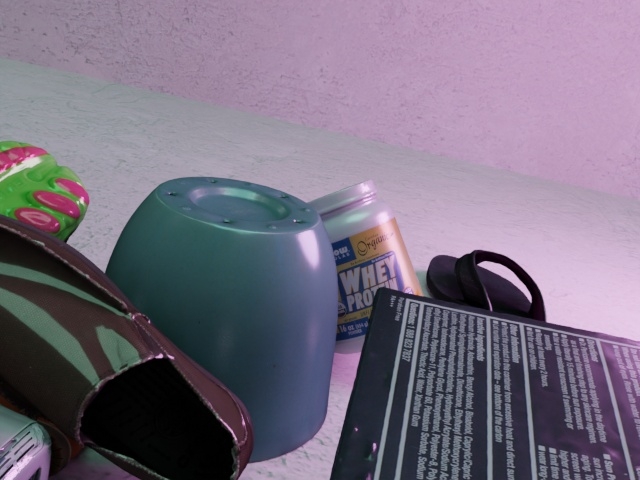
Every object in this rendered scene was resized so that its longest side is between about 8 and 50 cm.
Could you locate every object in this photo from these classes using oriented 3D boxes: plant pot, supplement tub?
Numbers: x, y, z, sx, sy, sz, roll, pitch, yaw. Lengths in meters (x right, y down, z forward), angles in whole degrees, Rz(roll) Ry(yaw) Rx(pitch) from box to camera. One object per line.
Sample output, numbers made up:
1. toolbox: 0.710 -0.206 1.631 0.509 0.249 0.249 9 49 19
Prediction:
1. plant pot: -0.111 0.064 0.837 0.292 0.235 0.293 11 18 -4
2. supplement tub: 0.045 0.033 0.969 0.144 0.200 0.144 -21 4 1

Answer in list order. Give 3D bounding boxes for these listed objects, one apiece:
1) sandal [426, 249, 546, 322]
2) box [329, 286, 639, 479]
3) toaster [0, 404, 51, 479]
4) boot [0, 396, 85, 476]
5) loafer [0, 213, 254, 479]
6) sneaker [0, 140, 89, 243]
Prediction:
1. sandal: 0.298 0.098 1.192 0.167 0.107 0.446 8 19 -13
2. box: 0.150 0.201 0.482 0.293 0.183 0.296 10 29 8
3. toaster: -0.295 0.192 0.518 0.146 0.129 0.227 16 18 5
4. boot: -0.293 0.166 0.714 0.157 0.059 0.084 25 18 10
5. loafer: -0.194 0.095 0.620 0.366 0.134 0.130 36 -11 -15
6. sneaker: -0.417 0.078 0.734 0.185 0.202 0.483 39 39 5
